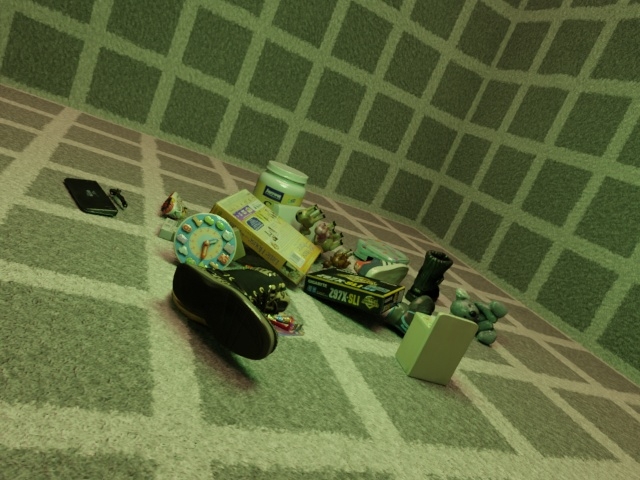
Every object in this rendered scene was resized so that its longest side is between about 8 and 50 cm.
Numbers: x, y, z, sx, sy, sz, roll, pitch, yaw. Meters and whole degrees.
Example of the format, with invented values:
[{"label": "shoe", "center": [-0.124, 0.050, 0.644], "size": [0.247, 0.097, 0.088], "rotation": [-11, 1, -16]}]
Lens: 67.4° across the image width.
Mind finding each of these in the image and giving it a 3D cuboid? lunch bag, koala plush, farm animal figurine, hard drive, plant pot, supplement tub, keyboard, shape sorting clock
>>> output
[{"label": "lunch bag", "center": [0.323, 0.087, 2.621], "size": [0.279, 0.108, 0.224], "rotation": [32, 21, 36]}, {"label": "koala plush", "center": [0.679, 0.330, 2.168], "size": [0.221, 0.196, 0.203], "rotation": [20, 3, -11]}, {"label": "farm animal figurine", "center": [0.000, 0.000, 2.222], "size": [0.330, 0.172, 0.327], "rotation": [61, 14, -1]}, {"label": "hard drive", "center": [-0.121, -0.058, 2.240], "size": [0.040, 0.203, 0.307], "rotation": [11, 5, 34]}, {"label": "plant pot", "center": [-0.312, 0.187, 1.367], "size": [0.236, 0.032, 0.236], "rotation": [23, 14, -6]}, {"label": "supplement tub", "center": [-0.214, -0.192, 2.314], "size": [0.241, 0.331, 0.241], "rotation": [22, 14, -6]}, {"label": "keyboard", "center": [-0.837, -0.164, 1.824], "size": [0.201, 0.033, 0.317], "rotation": [2, 25, -41]}, {"label": "shape sorting clock", "center": [-0.380, 0.010, 1.594], "size": [0.206, 0.206, 0.040], "rotation": [18, -13, -23]}]

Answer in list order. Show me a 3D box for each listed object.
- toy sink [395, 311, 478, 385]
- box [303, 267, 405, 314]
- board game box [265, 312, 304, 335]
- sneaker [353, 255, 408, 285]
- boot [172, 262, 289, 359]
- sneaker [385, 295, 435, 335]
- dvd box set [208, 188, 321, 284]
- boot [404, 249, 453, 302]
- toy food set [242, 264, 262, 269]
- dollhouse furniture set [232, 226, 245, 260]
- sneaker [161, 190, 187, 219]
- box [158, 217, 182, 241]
[{"label": "toy sink", "center": [0.370, 0.322, 1.553], "size": [0.152, 0.234, 0.131], "rotation": [18, 15, -18]}, {"label": "box", "center": [0.132, 0.187, 1.851], "size": [0.322, 0.079, 0.257], "rotation": [14, 10, 26]}, {"label": "board game box", "center": [-0.122, 0.241, 1.472], "size": [0.168, 0.033, 0.133], "rotation": [11, 19, -44]}, {"label": "sneaker", "center": [0.295, 0.137, 2.335], "size": [0.148, 0.131, 0.350], "rotation": [39, 20, 35]}, {"label": "boot", "center": [-0.187, 0.172, 1.297], "size": [0.377, 0.138, 0.284], "rotation": [27, 13, 34]}, {"label": "sneaker", "center": [0.382, 0.314, 1.907], "size": [0.140, 0.125, 0.340], "rotation": [48, 29, 22]}, {"label": "dvd box set", "center": [-0.202, -0.028, 1.886], "size": [0.420, 0.062, 0.307], "rotation": [39, 20, -1]}, {"label": "boot", "center": [0.551, 0.173, 2.349], "size": [0.131, 0.260, 0.348], "rotation": [28, 15, 19]}, {"label": "toy food set", "center": [-0.247, 0.113, 1.773], "size": [0.083, 0.020, 0.082], "rotation": [21, 14, -12]}, {"label": "dollhouse furniture set", "center": [-0.377, 0.003, 1.718], "size": [0.151, 0.144, 0.123], "rotation": [-27, 39, -23]}, {"label": "sneaker", "center": [-0.613, -0.138, 2.023], "size": [0.092, 0.088, 0.225], "rotation": [40, 7, -23]}, {"label": "box", "center": [-0.505, -0.021, 1.813], "size": [0.186, 0.038, 0.145], "rotation": [19, 15, -15]}]
